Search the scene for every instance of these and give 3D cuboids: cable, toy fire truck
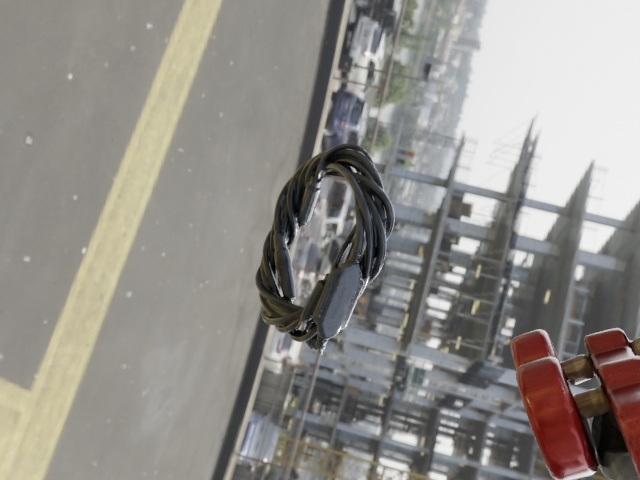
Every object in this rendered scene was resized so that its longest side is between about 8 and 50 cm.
[{"bbox_3d":[0.000,0.000,0.666,0.150,0.047,0.184,38,-67,55],"label":"cable"},{"bbox_3d":[0.290,0.190,0.638,0.302,0.169,0.254,-17,85,-76],"label":"toy fire truck"}]
